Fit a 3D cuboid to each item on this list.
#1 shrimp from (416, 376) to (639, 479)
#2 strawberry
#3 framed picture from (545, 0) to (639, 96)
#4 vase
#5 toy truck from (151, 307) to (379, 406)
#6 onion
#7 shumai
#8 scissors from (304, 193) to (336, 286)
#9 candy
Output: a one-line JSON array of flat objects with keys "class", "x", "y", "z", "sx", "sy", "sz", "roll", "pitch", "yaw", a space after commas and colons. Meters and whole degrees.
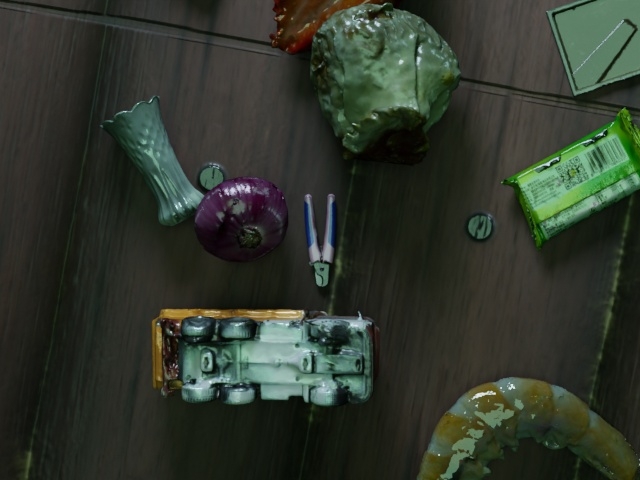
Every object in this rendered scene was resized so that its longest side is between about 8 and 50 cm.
[{"class": "shrimp", "x": 0.241, "y": 0.255, "z": 1.517, "sx": 0.287, "sy": 0.068, "sz": 0.185, "roll": -9, "pitch": 96, "yaw": -6}, {"class": "strawberry", "x": 0.034, "y": -0.321, "z": 1.478, "sx": 0.174, "sy": 0.098, "sz": 0.228, "roll": 16, "pitch": 115, "yaw": -13}, {"class": "framed picture", "x": 0.357, "y": -0.247, "z": 1.500, "sx": 0.149, "sy": 0.011, "sz": 0.109, "roll": -18, "pitch": 92, "yaw": 4}, {"class": "vase", "x": -0.194, "y": -0.092, "z": 1.508, "sx": 0.081, "sy": 0.081, "sz": 0.148, "roll": -28, "pitch": 95, "yaw": 4}, {"class": "toy truck", "x": -0.067, "y": 0.138, "z": 1.489, "sx": 0.270, "sy": 0.135, "sz": 0.114, "roll": 1, "pitch": 95, "yaw": 7}, {"class": "onion", "x": -0.096, "y": -0.029, "z": 1.497, "sx": 0.115, "sy": 0.104, "sz": 0.115, "roll": -8, "pitch": 134, "yaw": -8}, {"class": "shumai", "x": 0.065, "y": -0.170, "z": 1.437, "sx": 0.184, "sy": 0.142, "sz": 0.184, "roll": -1, "pitch": 129, "yaw": -1}, {"class": "scissors", "x": 0.000, "y": 0.000, "z": 1.532, "sx": 0.039, "sy": 0.012, "sz": 0.113, "roll": 0, "pitch": 93, "yaw": 3}, {"class": "candy", "x": 0.314, "y": -0.072, "z": 1.502, "sx": 0.178, "sy": 0.032, "sz": 0.102, "roll": -29, "pitch": 95, "yaw": 3}]
